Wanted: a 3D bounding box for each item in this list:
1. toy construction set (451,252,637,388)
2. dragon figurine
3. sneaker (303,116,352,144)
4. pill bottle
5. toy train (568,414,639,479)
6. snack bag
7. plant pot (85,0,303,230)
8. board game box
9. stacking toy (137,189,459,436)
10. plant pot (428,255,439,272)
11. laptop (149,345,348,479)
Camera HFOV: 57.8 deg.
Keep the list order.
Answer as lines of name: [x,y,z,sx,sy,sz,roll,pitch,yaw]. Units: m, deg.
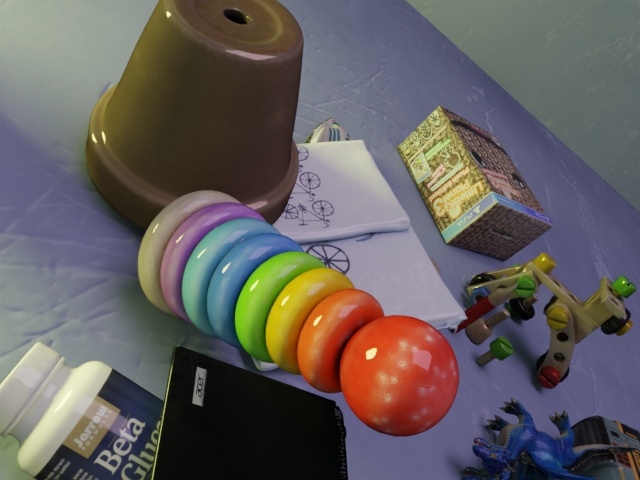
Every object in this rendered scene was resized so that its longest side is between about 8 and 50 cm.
toy construction set: [0.404,0.107,1.032,0.309,0.237,0.257,6,50,-46]
dragon figurine: [0.321,0.317,0.818,0.289,0.085,0.144,21,35,-12]
sneaker: [0.020,-0.176,1.070,0.075,0.057,0.161,39,30,-1]
pill bottle: [-0.170,0.155,0.454,0.169,0.094,0.094,37,33,-13]
toy train: [0.478,0.428,0.874,0.190,0.142,0.334,25,38,-10]
snack bag: [-0.001,-0.003,0.780,0.323,0.037,0.342,-7,56,-29]
plant pot: [-0.122,-0.162,0.672,0.263,0.229,0.263,15,47,-16]
board game box: [0.344,-0.125,1.308,0.232,0.141,0.291,13,44,-41]
stacking toy: [-0.024,0.058,0.515,0.330,0.141,0.141,23,13,41]
plant pot: [0.118,0.055,0.892,0.109,0.096,0.109,49,32,5]
laptop: [-0.041,0.252,0.455,0.137,0.264,0.234,-2,44,-1]
